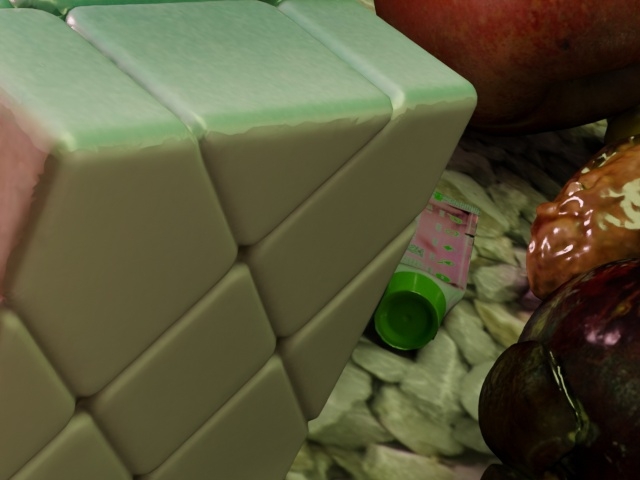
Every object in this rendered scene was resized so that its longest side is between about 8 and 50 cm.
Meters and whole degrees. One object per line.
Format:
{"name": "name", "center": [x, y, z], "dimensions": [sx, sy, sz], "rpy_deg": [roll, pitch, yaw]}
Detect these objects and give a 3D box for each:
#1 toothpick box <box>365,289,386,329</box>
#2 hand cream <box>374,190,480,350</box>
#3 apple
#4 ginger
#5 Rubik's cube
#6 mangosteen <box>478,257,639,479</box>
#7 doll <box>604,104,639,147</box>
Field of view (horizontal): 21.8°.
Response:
{"name": "toothpick box", "center": [0.000, 0.000, 1.201], "dimensions": [0.120, 0.120, 0.184], "rpy_deg": [23, 31, -6]}
{"name": "hand cream", "center": [0.081, 0.008, 1.342], "dimensions": [0.079, 0.050, 0.275], "rpy_deg": [49, 20, -11]}
{"name": "apple", "center": [0.217, -0.256, 1.585], "dimensions": [0.348, 0.348, 0.277], "rpy_deg": [-2, 70, -42]}
{"name": "ginger", "center": [0.308, -0.025, 1.440], "dimensions": [0.321, 0.172, 0.165], "rpy_deg": [-3, 43, -44]}
{"name": "Rubik's cube", "center": [-0.169, -0.020, 0.879], "dimensions": [0.316, 0.318, 0.322], "rpy_deg": [39, 30, 24]}
{"name": "mangosteen", "center": [0.191, 0.142, 1.070], "dimensions": [0.289, 0.231, 0.231], "rpy_deg": [-31, 52, -10]}
{"name": "doll", "center": [0.399, -0.077, 1.672], "dimensions": [0.237, 0.111, 0.252], "rpy_deg": [25, 19, -4]}
